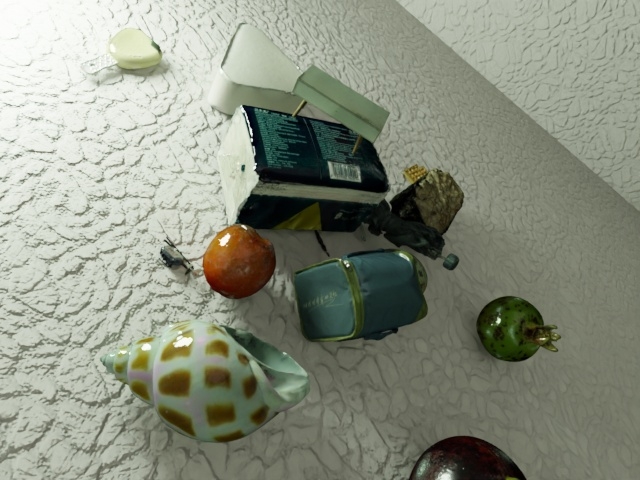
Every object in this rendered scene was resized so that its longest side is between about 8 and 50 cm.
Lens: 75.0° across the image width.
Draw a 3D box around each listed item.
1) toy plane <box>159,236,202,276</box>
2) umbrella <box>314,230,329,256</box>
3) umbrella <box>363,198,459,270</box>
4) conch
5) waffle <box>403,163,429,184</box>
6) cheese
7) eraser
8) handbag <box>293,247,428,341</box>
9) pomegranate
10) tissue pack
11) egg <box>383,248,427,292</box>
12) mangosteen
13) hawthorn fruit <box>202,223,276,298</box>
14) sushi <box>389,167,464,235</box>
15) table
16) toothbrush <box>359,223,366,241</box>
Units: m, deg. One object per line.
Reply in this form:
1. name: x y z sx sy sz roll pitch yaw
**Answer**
1. toy plane: -0.333 0.045 0.975 0.120 0.031 0.049 42 38 1
2. umbrella: 0.000 0.002 1.238 0.013 0.022 0.122 -20 59 -14
3. umbrella: 0.267 -0.025 1.272 0.349 0.094 0.143 36 59 28
4. conch: -0.213 0.257 0.803 0.368 0.197 0.249 36 12 -8
5. waffle: 0.392 -0.262 1.674 0.135 0.021 0.092 -30 80 -43
6. cheese: -0.573 -0.525 1.184 0.127 0.054 0.251 40 47 -5
7. eraser: -0.222 -0.561 1.381 0.331 0.150 0.331 16 56 -25
8. handbag: 0.096 0.140 1.041 0.241 0.263 0.222 -6 81 -34
9. pomegranate: 0.616 0.280 1.311 0.211 0.263 0.211 2 85 -19
10. tissue pack: -0.053 -0.185 1.163 0.416 0.253 0.264 1 59 -34
11. egg: 0.234 0.099 1.241 0.181 0.141 0.141 44 46 4
12. mangosteen: 0.333 0.572 0.889 0.300 0.300 0.300 17 52 -24
13. hawthorn fruit: -0.191 0.054 0.974 0.173 0.173 0.173 17 52 -24
14. sushi: 0.379 -0.123 1.469 0.211 0.171 0.350 47 47 0
15. table: 0.042 -0.328 1.079 0.240 0.111 0.121 31 42 -3
16. toothbrush: 0.120 -0.086 1.377 0.022 0.017 0.204 -5 61 -14
